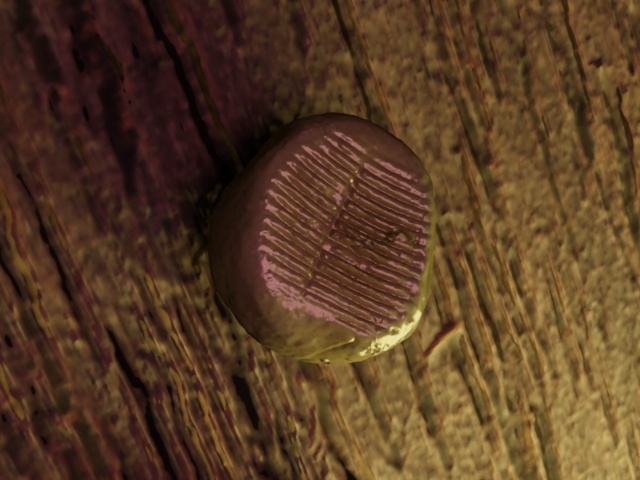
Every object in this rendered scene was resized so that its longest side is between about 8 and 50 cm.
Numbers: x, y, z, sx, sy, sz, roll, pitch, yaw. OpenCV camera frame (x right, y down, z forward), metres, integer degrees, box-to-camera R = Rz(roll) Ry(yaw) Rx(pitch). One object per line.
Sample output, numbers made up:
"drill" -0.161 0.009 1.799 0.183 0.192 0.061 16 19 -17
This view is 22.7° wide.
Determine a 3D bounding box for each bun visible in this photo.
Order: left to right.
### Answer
"bun" 0.000 0.000 0.730 0.115 0.069 0.115 3 84 -27
